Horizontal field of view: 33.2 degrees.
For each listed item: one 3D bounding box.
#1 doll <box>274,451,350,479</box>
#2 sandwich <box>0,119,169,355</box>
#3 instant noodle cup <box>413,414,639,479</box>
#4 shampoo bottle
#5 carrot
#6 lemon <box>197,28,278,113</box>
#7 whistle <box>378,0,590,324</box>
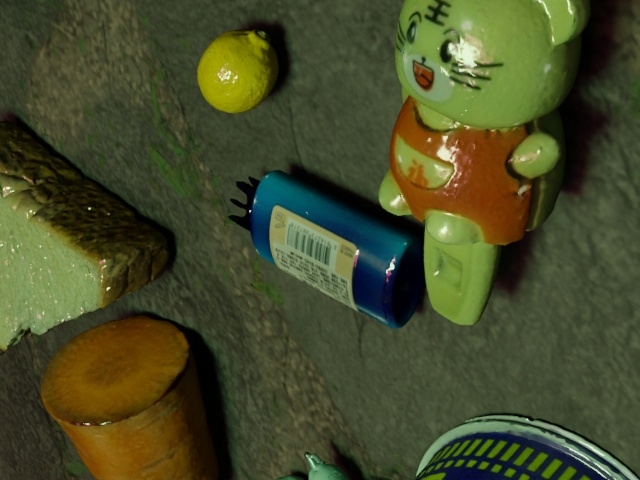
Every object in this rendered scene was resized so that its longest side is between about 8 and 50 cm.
[{"bbox_3d":[0.011,0.272,1.027,0.158,0.059,0.159,30,134,28],"label":"doll"},{"bbox_3d":[-0.290,0.034,1.161,0.288,0.099,0.254,33,127,29],"label":"sandwich"},{"bbox_3d":[0.090,0.324,0.777,0.284,0.312,0.284,24,129,34],"label":"instant noodle cup"},{"bbox_3d":[0.000,0.000,0.875,0.183,0.050,0.087,27,133,32],"label":"shampoo bottle"},{"bbox_3d":[-0.175,0.209,1.137,0.159,0.159,0.225,12,135,42],"label":"carrot"},{"bbox_3d":[-0.064,-0.135,0.851,0.062,0.062,0.083,50,127,11],"label":"lemon"},{"bbox_3d":[0.097,-0.065,0.689,0.131,0.106,0.288,34,134,37],"label":"whistle"}]
